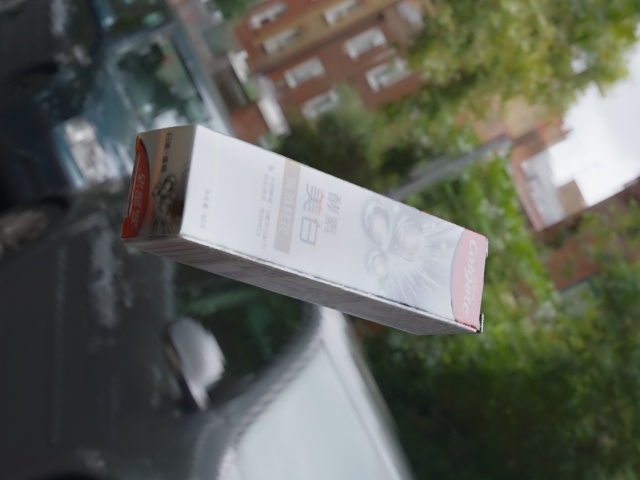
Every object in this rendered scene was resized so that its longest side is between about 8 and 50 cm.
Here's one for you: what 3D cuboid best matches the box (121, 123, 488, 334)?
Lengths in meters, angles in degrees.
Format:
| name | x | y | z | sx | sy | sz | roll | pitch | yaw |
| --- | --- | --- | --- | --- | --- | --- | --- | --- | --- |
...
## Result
| name | x | y | z | sx | sy | sz | roll | pitch | yaw |
| --- | --- | --- | --- | --- | --- | --- | --- | --- | --- |
| box | 0.000 | 0.000 | 0.808 | 0.218 | 0.039 | 0.055 | 18 | 74 | -46 |
